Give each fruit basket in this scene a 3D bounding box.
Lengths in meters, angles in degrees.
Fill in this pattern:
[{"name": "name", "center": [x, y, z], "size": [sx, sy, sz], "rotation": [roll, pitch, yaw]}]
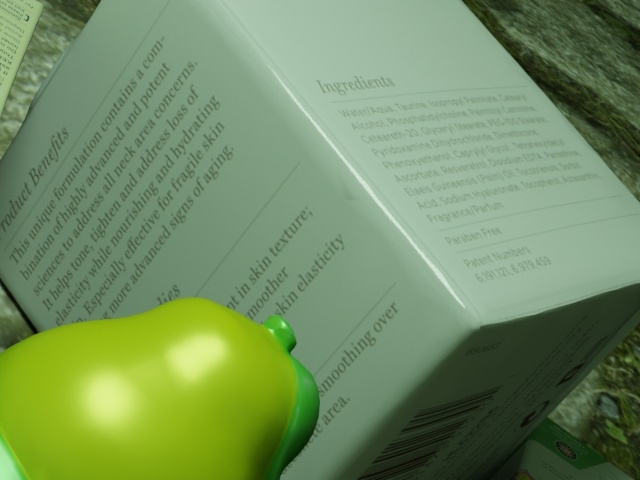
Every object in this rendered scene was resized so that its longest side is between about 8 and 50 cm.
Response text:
[{"name": "fruit basket", "center": [-0.185, 0.169, 0.966], "size": [0.392, 0.283, 0.392], "rotation": [15, 45, -15]}]

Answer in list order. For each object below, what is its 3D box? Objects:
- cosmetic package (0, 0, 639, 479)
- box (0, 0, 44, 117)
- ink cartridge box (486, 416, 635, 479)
[{"name": "cosmetic package", "center": [0.000, 0.000, 1.348], "size": [0.327, 0.329, 0.394], "rotation": [-11, 57, -51]}, {"name": "box", "center": [-0.314, -0.065, 1.209], "size": [0.117, 0.213, 0.243], "rotation": [30, 31, -16]}, {"name": "ink cartridge box", "center": [0.204, 0.269, 1.445], "size": [0.154, 0.093, 0.212], "rotation": [36, 29, -3]}]
